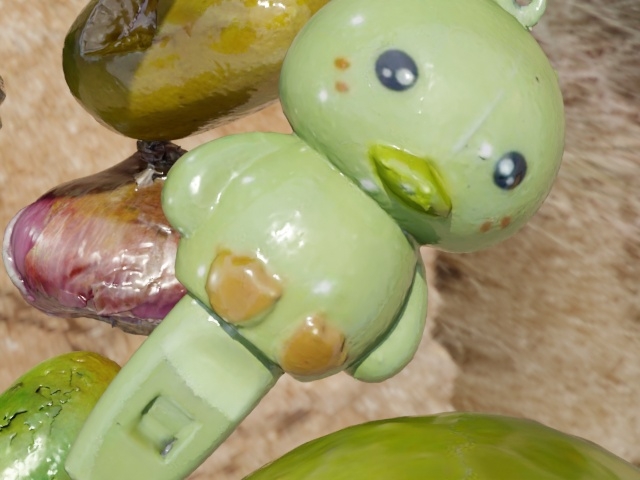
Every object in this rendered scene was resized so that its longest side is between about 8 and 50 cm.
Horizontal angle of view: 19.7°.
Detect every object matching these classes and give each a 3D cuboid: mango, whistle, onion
[{"bbox_3d":[-0.087,-0.148,1.375,0.167,0.262,0.130,-11,90,-46],"label":"mango"},{"bbox_3d":[0.004,-0.001,0.800,0.141,0.141,0.294,41,77,-19],"label":"whistle"},{"bbox_3d":[-0.142,-0.004,1.493,0.230,0.230,0.163,2,90,-14],"label":"onion"},{"bbox_3d":[-0.214,0.168,1.367,0.111,0.233,0.125,40,134,3],"label":"mango"}]

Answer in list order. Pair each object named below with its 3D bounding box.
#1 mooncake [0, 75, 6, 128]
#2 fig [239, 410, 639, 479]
[{"bbox_3d":[-0.488,-0.188,1.736,0.394,0.393,0.246,42,95,11],"label":"mooncake"},{"bbox_3d":[0.023,0.192,0.696,0.258,0.326,0.258,2,85,-28],"label":"fig"}]
